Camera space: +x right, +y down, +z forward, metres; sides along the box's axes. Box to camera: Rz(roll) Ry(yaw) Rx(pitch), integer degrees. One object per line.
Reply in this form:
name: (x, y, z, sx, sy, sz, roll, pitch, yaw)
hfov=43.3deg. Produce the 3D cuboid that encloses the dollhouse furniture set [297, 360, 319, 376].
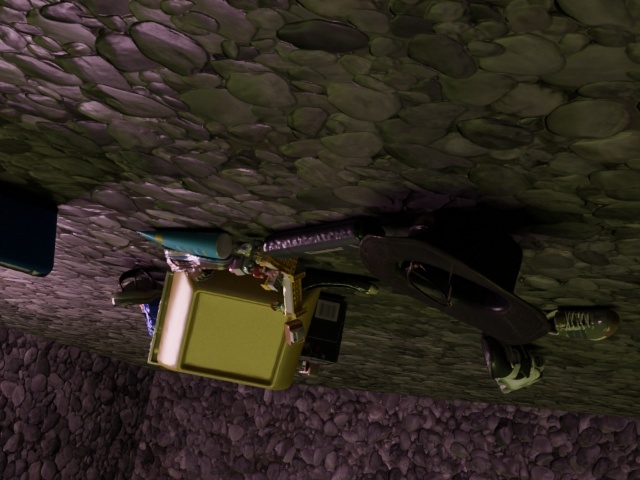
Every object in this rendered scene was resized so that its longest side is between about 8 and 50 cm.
dollhouse furniture set: (-0.052, 0.291, 2.283, 0.101, 0.161, 0.182, -6, 158, 43)

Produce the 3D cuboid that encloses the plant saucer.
plant saucer: (-0.191, 0.206, 1.847, 0.332, 0.333, 0.081, 12, -153, -8)

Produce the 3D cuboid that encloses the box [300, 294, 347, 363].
box: (-0.076, 0.209, 2.017, 0.247, 0.163, 0.142, 13, 167, -9)

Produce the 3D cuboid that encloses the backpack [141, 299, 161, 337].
backpack: (-0.424, 0.202, 2.146, 0.097, 0.120, 0.101, -8, -165, 0)

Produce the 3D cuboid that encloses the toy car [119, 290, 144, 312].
toy car: (-0.542, 0.181, 2.388, 0.040, 0.060, 0.122, -38, 147, 25)

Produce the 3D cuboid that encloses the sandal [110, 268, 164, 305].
sandal: (-0.461, 0.114, 2.040, 0.120, 0.086, 0.303, -9, -179, -7)

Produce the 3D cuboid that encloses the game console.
game console: (-0.681, -0.031, 1.561, 0.293, 0.250, 0.173, 20, 134, -34)

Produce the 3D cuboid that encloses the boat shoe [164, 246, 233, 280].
boat shoe: (-0.252, 0.048, 1.705, 0.183, 0.066, 0.066, 9, -157, 39)

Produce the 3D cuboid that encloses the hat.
hat: (0.233, 0.035, 1.310, 0.331, 0.134, 0.331, 26, 162, 9)

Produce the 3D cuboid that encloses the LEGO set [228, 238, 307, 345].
LEGO set: (-0.109, 0.093, 1.700, 0.107, 0.132, 0.287, 6, 142, 32)

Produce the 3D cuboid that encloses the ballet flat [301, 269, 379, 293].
ballet flat: (0.044, 0.101, 1.785, 0.173, 0.049, 0.057, 9, 165, 3)

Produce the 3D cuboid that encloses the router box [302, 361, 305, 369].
router box: (-0.109, 0.321, 2.481, 0.178, 0.133, 0.046, 15, -154, -17)

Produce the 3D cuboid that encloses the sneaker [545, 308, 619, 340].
sneaker: (0.544, 0.179, 1.733, 0.086, 0.064, 0.192, 10, 168, -19)

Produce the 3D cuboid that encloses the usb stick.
usb stick: (0.000, 0.000, 1.478, 0.077, 0.045, 0.278, 24, 158, -37)

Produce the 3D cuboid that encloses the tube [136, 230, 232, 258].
tube: (-0.276, 0.002, 1.653, 0.207, 0.052, 0.080, 6, 157, 33)

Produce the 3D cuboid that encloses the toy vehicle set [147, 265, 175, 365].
toy vehicle set: (-0.325, 0.202, 2.015, 0.165, 0.267, 0.035, 13, -159, -9)

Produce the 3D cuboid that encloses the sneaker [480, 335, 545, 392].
sneaker: (0.525, 0.321, 2.182, 0.146, 0.123, 0.330, -16, 154, 18)
